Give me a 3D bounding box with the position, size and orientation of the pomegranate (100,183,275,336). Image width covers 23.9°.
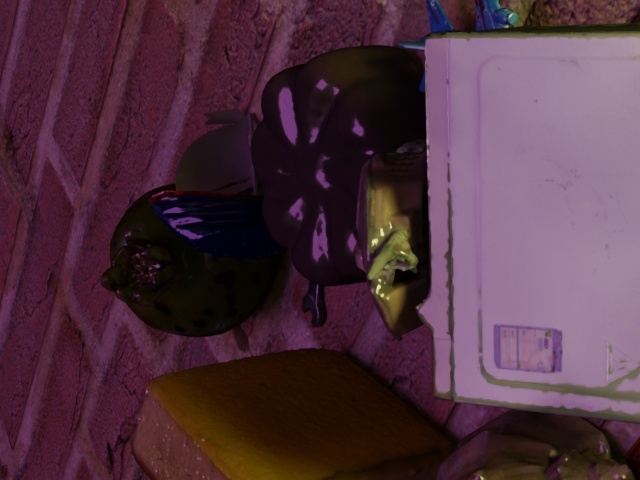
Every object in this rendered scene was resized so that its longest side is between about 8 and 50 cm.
[{"bbox_3d":[-0.184,0.033,2.157,0.306,0.242,0.242,-111,19,-82],"label":"pomegranate"}]

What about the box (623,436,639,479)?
[{"bbox_3d":[0.356,0.241,1.571,0.082,0.023,0.051,59,141,33],"label":"box"}]

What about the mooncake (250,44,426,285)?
[{"bbox_3d":[0.038,-0.093,1.887,0.306,0.154,0.306,12,105,50],"label":"mooncake"}]

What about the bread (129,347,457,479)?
[{"bbox_3d":[-0.030,0.273,1.909,0.333,0.324,0.143,37,126,50],"label":"bread"}]

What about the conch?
[{"bbox_3d":[0.207,0.297,1.640,0.324,0.186,0.263,-30,44,28],"label":"conch"}]

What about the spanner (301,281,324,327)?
[{"bbox_3d":[0.000,0.000,2.093,0.054,0.015,0.254,32,122,51],"label":"spanner"}]

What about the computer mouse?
[{"bbox_3d":[0.088,-0.006,1.573,0.115,0.389,0.199,-8,104,24],"label":"computer mouse"}]

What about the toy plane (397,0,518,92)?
[{"bbox_3d":[0.187,-0.203,1.677,0.271,0.105,0.254,24,116,53],"label":"toy plane"}]

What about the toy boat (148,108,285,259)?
[{"bbox_3d":[-0.142,-0.089,2.100,0.318,0.219,0.072,56,150,40],"label":"toy boat"}]

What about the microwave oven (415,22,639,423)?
[{"bbox_3d":[0.261,-0.027,1.440,0.286,0.218,0.355,3,100,30],"label":"microwave oven"}]
